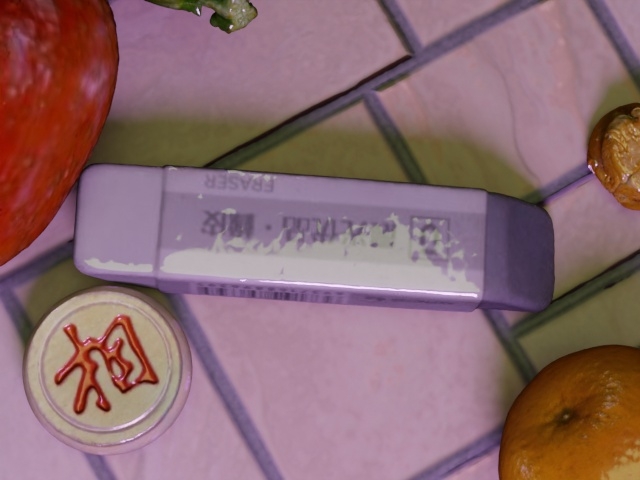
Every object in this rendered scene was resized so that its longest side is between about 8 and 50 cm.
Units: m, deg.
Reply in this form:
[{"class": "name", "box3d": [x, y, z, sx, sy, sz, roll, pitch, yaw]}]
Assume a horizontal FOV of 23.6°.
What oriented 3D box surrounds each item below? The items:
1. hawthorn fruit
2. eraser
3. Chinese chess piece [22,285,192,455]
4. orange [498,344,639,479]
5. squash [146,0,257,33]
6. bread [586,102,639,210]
[{"class": "hawthorn fruit", "box3d": [-0.284, -0.106, 1.024, 0.284, 0.284, 0.284, 0, 82, -3]}, {"class": "eraser", "box3d": [0.000, 0.000, 1.111, 0.351, 0.061, 0.089, 3, 75, -2]}, {"class": "Chinese chess piece", "box3d": [-0.153, 0.093, 1.098, 0.122, 0.051, 0.122, 0, 83, -3]}, {"class": "orange", "box3d": [0.202, 0.153, 1.064, 0.159, 0.159, 0.136, -51, 125, -8]}, {"class": "squash", "box3d": [-0.177, -0.264, 1.082, 0.378, 0.101, 0.101, 40, 82, 25]}, {"class": "bread", "box3d": [0.242, -0.063, 1.142, 0.083, 0.046, 0.081, 24, 76, 2]}]
